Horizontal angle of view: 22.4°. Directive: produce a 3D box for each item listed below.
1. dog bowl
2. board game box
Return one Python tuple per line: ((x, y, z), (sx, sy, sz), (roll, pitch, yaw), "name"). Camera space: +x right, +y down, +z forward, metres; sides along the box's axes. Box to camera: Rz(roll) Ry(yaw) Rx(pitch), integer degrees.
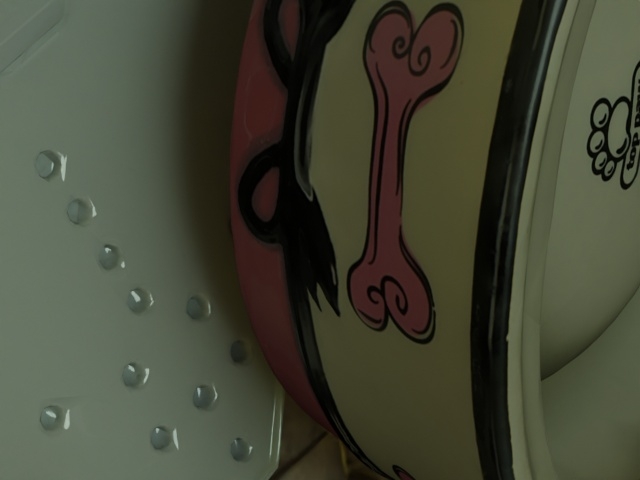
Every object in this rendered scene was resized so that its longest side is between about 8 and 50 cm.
((0.117, -0.055, 0.711), (0.408, 0.150, 0.408), (-30, 128, -48), "dog bowl")
((-0.164, -0.103, 0.597), (0.390, 0.050, 0.389), (8, 84, -42), "board game box")
